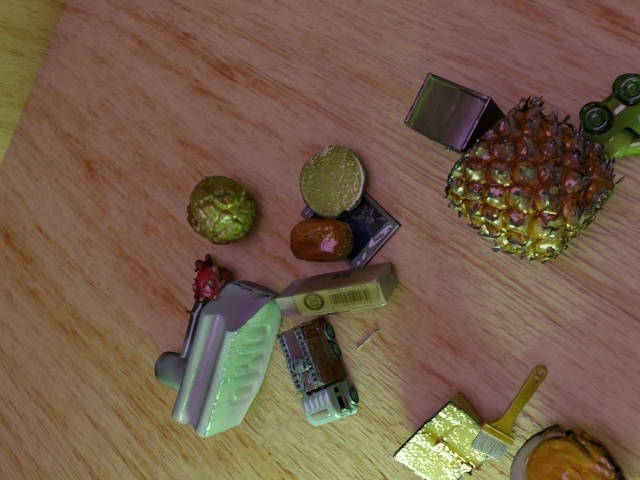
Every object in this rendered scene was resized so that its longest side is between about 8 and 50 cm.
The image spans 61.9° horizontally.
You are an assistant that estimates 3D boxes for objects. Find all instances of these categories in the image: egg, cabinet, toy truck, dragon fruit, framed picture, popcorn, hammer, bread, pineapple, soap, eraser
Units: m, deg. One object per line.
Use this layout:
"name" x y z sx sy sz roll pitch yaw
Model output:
"egg" 0.592 0.590 1.240 0.264 0.174 0.286 -43 45 20
"cabinet" 0.353 -0.307 1.385 0.175 0.215 0.148 33 104 25
"toy truck" -0.013 0.389 1.581 0.136 0.162 0.305 -29 75 25
"dragon fruit" -0.373 0.130 1.815 0.133 0.150 0.207 -10 50 -12
"toy truck" 0.705 -0.270 1.236 0.187 0.148 0.210 -26 96 28
"framed picture" 0.085 -0.064 1.631 0.281 0.019 0.209 46 109 23
"popcorn" -0.343 -0.099 1.775 0.252 0.206 0.236 -13 96 40
"hammer" -0.458 0.360 1.870 0.207 0.119 0.335 12 87 27
"bread" 0.336 0.544 1.394 0.178 0.135 0.240 47 106 21
"bread" 0.040 -0.177 1.631 0.229 0.034 0.228 0 90 30
"bread" 0.000 0.000 1.607 0.191 0.114 0.132 -5 83 24
"pineapple" 0.486 -0.126 1.228 0.300 0.352 0.352 42 107 19
"soap" -0.278 0.355 1.674 0.156 0.261 0.445 19 96 29
"eraser" 0.045 0.147 1.567 0.344 0.144 0.078 -12 106 28

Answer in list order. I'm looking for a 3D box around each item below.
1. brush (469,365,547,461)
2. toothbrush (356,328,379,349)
"brush" 0.490 0.431 1.353 0.103 0.013 0.272 31 94 -14
"toothbrush" 0.141 0.293 1.588 0.097 0.008 0.006 -47 54 20
